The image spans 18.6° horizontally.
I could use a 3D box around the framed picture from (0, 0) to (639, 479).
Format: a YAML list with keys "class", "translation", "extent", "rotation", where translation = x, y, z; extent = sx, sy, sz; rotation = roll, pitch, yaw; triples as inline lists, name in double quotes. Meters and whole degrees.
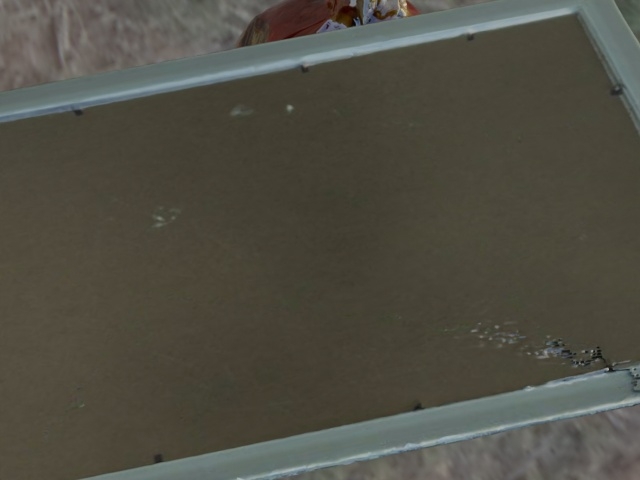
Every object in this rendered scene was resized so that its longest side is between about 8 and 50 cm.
- class: "framed picture"
  translation: [0.000, 0.000, 0.716]
  extent: [0.296, 0.232, 0.019]
  rotation: [-10, 132, -6]

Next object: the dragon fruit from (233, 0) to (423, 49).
- class: "dragon fruit"
  translation: [0.011, -0.090, 0.957]
  extent: [0.125, 0.125, 0.246]
  rotation: [23, 139, 6]
